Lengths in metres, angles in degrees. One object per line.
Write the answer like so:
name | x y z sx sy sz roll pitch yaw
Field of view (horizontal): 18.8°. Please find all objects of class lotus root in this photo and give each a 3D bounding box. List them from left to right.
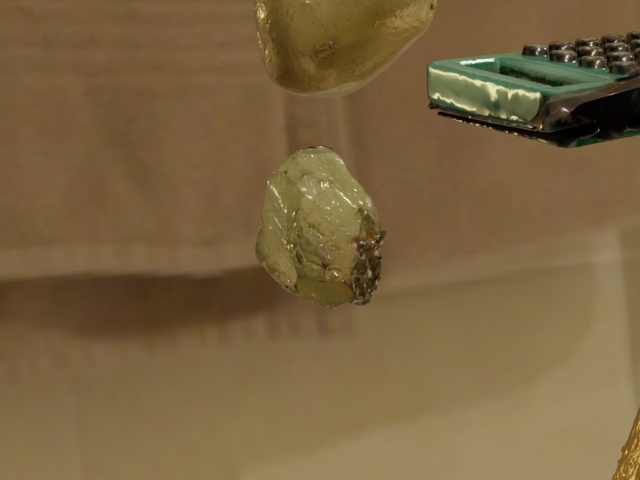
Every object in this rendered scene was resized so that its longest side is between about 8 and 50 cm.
lotus root | -0.003 -0.001 1.790 0.070 0.143 0.144 -5 28 -32

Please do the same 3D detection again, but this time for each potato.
potato | 0.026 -0.231 2.003 0.194 0.157 0.157 -16 3 1

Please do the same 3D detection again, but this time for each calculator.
calculator | 0.257 -0.142 1.726 0.274 0.058 0.248 -10 16 -23

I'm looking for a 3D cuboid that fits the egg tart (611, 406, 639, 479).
egg tart | 0.355 0.176 1.638 0.202 0.147 0.202 7 21 -3
